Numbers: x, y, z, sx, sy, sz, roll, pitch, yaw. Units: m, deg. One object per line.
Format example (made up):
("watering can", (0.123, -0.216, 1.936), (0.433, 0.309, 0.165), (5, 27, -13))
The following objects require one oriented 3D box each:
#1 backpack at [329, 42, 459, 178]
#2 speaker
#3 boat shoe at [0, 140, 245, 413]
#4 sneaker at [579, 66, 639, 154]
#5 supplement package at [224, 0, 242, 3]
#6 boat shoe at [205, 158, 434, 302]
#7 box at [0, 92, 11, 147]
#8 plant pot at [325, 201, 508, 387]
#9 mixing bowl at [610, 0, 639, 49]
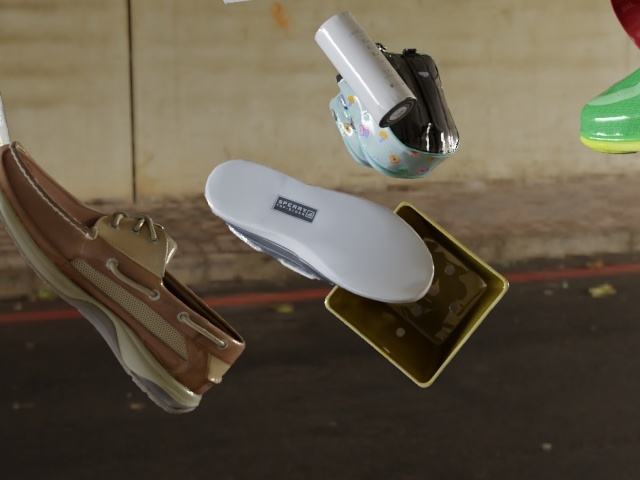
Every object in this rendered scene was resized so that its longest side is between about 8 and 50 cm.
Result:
("backpack", (0.114, -0.180, 1.778), (0.166, 0.188, 0.144), (1, -36, -41))
("speaker", (0.052, -0.199, 1.370), (0.055, 0.136, 0.055), (-33, -15, -10))
("boat shoe", (-0.197, 0.022, 1.169), (0.116, 0.324, 0.123), (-38, 20, 3))
("sneaker", (0.302, -0.161, 0.830), (0.295, 0.123, 0.109), (-35, 1, 32))
("supplement package", (-0.099, -0.521, 1.943), (0.194, 0.203, 0.149), (2, 46, 41))
("boat shoe", (0.000, 0.000, 1.436), (0.301, 0.108, 0.102), (22, -18, 16))
("box", (-0.580, -0.188, 1.938), (0.051, 0.220, 0.175), (-4, 13, 18))
("plant pot", (0.168, 0.085, 1.916), (0.212, 0.212, 0.187), (40, 8, 12))
("mixing bowl", (0.484, -0.303, 1.584), (0.098, 0.181, 0.181), (-41, 14, -1))
